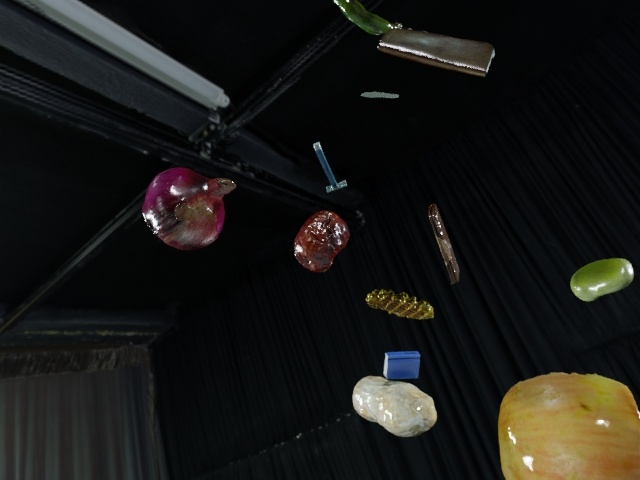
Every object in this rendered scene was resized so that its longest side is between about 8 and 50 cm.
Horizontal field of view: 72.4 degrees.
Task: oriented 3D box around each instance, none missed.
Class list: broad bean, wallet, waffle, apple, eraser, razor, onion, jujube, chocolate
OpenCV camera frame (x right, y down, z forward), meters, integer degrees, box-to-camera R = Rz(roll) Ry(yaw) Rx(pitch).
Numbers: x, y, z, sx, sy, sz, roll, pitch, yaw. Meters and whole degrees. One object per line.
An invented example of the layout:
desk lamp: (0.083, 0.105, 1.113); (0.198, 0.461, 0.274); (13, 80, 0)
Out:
broad bean: (0.817, 0.114, 1.276); (0.082, 0.124, 0.174); (40, -44, -13)
broad bean: (0.102, -0.682, 1.238); (0.144, 0.292, 0.049); (-49, 6, -30)
wallet: (0.284, 0.008, 1.000); (0.026, 0.176, 0.095); (-17, 12, 21)
waffle: (0.279, 0.226, 1.540); (0.231, 0.051, 0.228); (-1, -27, 40)
wallet: (0.272, -0.446, 1.019); (0.255, 0.137, 0.031); (20, -40, 13)
apple: (0.592, 0.488, 1.053); (0.309, 0.314, 0.252); (-7, -28, 22)
eraser: (0.202, 0.309, 1.085); (0.084, 0.063, 0.027); (1, 14, -9)
razor: (0.022, -0.217, 1.329); (0.068, 0.037, 0.191); (-18, -42, 11)
onion: (-0.500, -0.152, 1.760); (0.385, 0.348, 0.347); (-28, -27, 19)
jujube: (0.000, 0.000, 1.791); (0.232, 0.213, 0.213); (-50, -16, -23)
chocolate: (0.180, 0.429, 1.144); (0.134, 0.134, 0.309); (-5, -6, -26)

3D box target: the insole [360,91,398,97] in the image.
insole: (0.230, -0.566, 1.706); (0.152, 0.053, 0.002); (15, -45, 26)
